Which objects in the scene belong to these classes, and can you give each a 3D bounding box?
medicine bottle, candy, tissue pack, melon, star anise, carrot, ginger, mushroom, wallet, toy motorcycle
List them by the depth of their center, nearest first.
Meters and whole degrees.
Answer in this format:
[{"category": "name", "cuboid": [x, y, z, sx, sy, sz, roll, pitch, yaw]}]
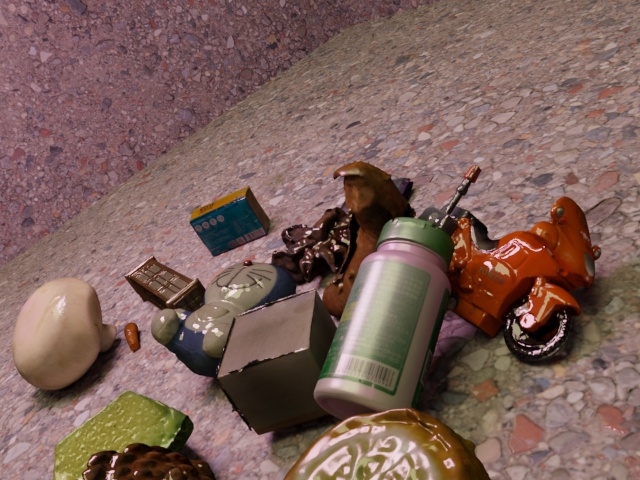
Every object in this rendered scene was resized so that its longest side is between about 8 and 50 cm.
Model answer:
[{"category": "candy", "cuboid": [0.055, 0.292, 0.648, 0.259, 0.118, 0.260, -26, 24, 13]}, {"category": "medicine bottle", "cuboid": [0.095, 0.106, 0.847, 0.133, 0.133, 0.274, -4, 54, 43]}, {"category": "toy motorcycle", "cuboid": [0.262, 0.023, 0.915, 0.221, 0.147, 0.325, -55, 34, -1]}, {"category": "melon", "cuboid": [-0.294, 0.308, 0.955, 0.196, 0.124, 0.323, -29, -8, -19]}, {"category": "ginger", "cuboid": [0.074, 0.018, 1.011, 0.132, 0.310, 0.107, 9, 32, 6]}, {"category": "star anise", "cuboid": [0.005, -0.004, 1.286, 0.214, 0.099, 0.220, 4, 40, 36]}, {"category": "mushroom", "cuboid": [-0.552, 0.203, 1.390, 0.246, 0.202, 0.246, -15, 70, 47]}, {"category": "wallet", "cuboid": [0.116, -0.084, 1.395, 0.165, 0.030, 0.111, -10, 36, 39]}, {"category": "carrot", "cuboid": [-0.416, 0.212, 1.403, 0.032, 0.032, 0.093, -32, 30, -6]}, {"category": "tissue pack", "cuboid": [-0.225, -0.049, 1.586, 0.169, 0.120, 0.082, -22, 27, 18]}]

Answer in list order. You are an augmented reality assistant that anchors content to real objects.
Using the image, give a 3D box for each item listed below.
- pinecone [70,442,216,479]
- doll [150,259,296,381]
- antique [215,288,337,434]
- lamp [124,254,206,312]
[{"category": "pinecone", "cuboid": [-0.210, 0.347, 0.701, 0.257, 0.243, 0.243, -38, 16, 36]}, {"category": "doll", "cuboid": [-0.151, 0.129, 1.132, 0.228, 0.154, 0.258, 1, 39, 35]}, {"category": "antique", "cuboid": [-0.049, 0.182, 0.926, 0.151, 0.148, 0.147, -21, 27, 16]}, {"category": "lamp", "cuboid": [-0.347, 0.115, 1.444, 0.090, 0.089, 0.325, -40, 26, -20]}]
